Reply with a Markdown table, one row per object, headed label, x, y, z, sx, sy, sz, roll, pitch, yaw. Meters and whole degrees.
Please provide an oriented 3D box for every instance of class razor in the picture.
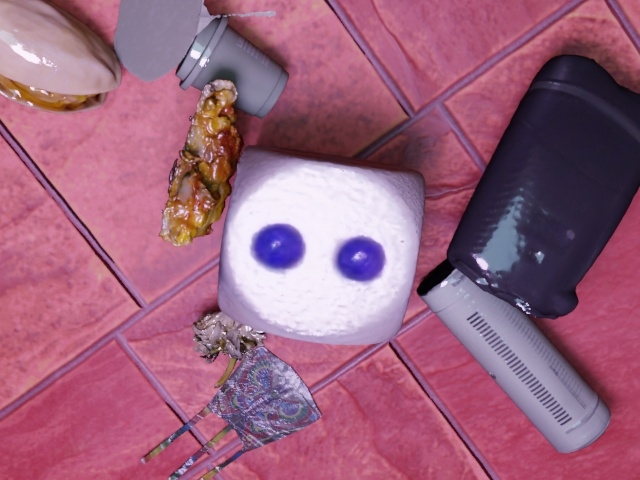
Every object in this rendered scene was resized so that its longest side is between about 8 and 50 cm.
| label | x | y | z | sx | sy | sz | roll | pitch | yaw |
| --- | --- | --- | --- | --- | --- | --- | --- | --- | --- |
| razor | 0.325 | -0.072 | 1.285 | 0.204 | 0.113 | 0.349 | 30 | 82 | -9 |

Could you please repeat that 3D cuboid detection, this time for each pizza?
| label | x | y | z | sx | sy | sz | roll | pitch | yaw |
| --- | --- | --- | --- | --- | --- | --- | --- | --- | --- |
| pizza | -0.160 | -0.072 | 1.256 | 0.081 | 0.228 | 0.289 | 19 | 131 | -6 |

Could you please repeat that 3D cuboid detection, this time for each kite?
| label | x | y | z | sx | sy | sz | roll | pitch | yaw |
| --- | --- | --- | --- | --- | --- | --- | --- | --- | --- |
| kite | -0.147 | 0.296 | 1.470 | 0.285 | 0.015 | 0.152 | -38 | 97 | 6 |

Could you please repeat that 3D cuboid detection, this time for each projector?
| label | x | y | z | sx | sy | sz | roll | pitch | yaw |
| --- | --- | --- | --- | --- | --- | --- | --- | --- | --- |
| projector | 0.288 | 0.165 | 1.385 | 0.108 | 0.108 | 0.337 | -41 | 99 | 9 |

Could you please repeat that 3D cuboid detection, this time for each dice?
| label | x | y | z | sx | sy | sz | roll | pitch | yaw |
| --- | --- | --- | --- | --- | --- | --- | --- | --- | --- |
| dice | 0.000 | 0.000 | 1.278 | 0.251 | 0.259 | 0.243 | 8 | 101 | 0 |

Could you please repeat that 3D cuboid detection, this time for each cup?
| label | x | y | z | sx | sy | sz | roll | pitch | yaw |
| --- | --- | --- | --- | --- | --- | --- | --- | --- | --- |
| cup | -0.121 | -0.240 | 1.302 | 0.141 | 0.120 | 0.120 | 27 | 102 | -18 |

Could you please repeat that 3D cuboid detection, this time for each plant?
| label | x | y | z | sx | sy | sz | roll | pitch | yaw |
| --- | --- | --- | --- | --- | --- | --- | --- | --- | --- |
| plant | -0.132 | 0.156 | 1.380 | 0.117 | 0.104 | 0.121 | -6 | 62 | -5 |

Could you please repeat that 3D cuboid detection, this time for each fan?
| label | x | y | z | sx | sy | sz | roll | pitch | yaw |
| --- | --- | --- | --- | --- | --- | --- | --- | --- | --- |
| fan | -0.171 | -0.297 | 1.237 | 0.310 | 0.010 | 0.182 | 11 | 94 | 39 |

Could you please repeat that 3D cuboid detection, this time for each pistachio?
| label | x | y | z | sx | sy | sz | roll | pitch | yaw |
| --- | --- | --- | --- | --- | --- | --- | --- | --- | --- |
| pistachio | -0.388 | -0.261 | 1.286 | 0.230 | 0.157 | 0.157 | 30 | 102 | -19 |
